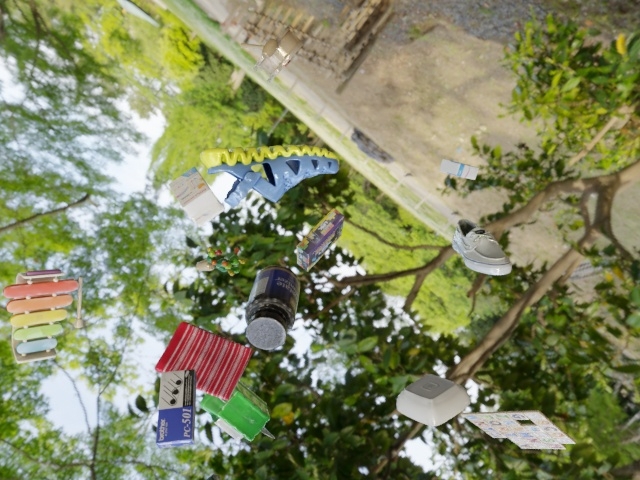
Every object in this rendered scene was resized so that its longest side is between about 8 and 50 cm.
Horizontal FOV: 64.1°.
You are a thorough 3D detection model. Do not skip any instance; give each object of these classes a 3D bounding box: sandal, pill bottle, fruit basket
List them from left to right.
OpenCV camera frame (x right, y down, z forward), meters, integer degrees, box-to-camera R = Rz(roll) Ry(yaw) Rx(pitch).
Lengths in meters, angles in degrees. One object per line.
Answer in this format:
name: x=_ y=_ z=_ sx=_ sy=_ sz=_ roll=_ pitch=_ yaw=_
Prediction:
fruit basket: x=-0.355 y=0.601 z=1.920 sx=0.353 sy=0.165 sz=0.327 roll=6 pitch=142 yaw=54
pill bottle: x=-0.118 y=0.163 z=1.258 sx=0.123 sy=0.123 sz=0.219 roll=37 pitch=-157 yaw=-15
sandal: x=-0.111 y=-0.153 z=1.187 sx=0.317 sy=0.138 sz=0.126 roll=-6 pitch=-173 yaw=-10

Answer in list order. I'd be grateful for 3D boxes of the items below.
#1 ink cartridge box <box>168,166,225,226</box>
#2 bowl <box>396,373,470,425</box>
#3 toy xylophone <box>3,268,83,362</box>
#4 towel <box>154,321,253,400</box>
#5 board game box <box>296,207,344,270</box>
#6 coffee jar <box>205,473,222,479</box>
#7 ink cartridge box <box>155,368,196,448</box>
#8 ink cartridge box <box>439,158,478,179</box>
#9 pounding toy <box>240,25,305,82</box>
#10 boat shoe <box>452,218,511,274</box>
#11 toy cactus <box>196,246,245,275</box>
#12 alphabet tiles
ink cartridge box: x=-0.337 y=-0.116 z=1.409 sx=0.143 sy=0.092 sz=0.090 roll=48 pitch=172 yaw=40
bowl: x=0.262 y=0.364 z=1.199 sx=0.142 sy=0.053 sz=0.142 roll=-18 pitch=-167 yaw=-31
toy xylophone: x=-0.855 y=0.219 z=1.605 sx=0.236 sy=0.322 sz=0.081 roll=-13 pitch=-148 yaw=-40
towel: x=-0.389 y=0.396 z=1.711 sx=0.275 sy=0.199 sz=0.031 roll=19 pitch=145 yaw=9
board game box: x=0.000 y=0.000 z=1.570 sx=0.048 sy=0.170 sz=0.141 roll=39 pitch=161 yaw=13
coffee jar: x=-0.417 y=0.908 z=1.777 sx=0.096 sy=0.184 sz=0.079 roll=51 pitch=174 yaw=23
ink cartridge box: x=-0.404 y=0.471 z=1.444 sx=0.046 sy=0.097 sz=0.207 roll=92 pitch=171 yaw=-50
ink cartridge box: x=0.531 y=-0.272 z=1.961 sx=0.122 sy=0.052 sz=0.088 roll=3 pitch=-164 yaw=-39
pounding toy: x=-0.162 y=-0.647 z=1.705 sx=0.155 sy=0.154 sz=0.269 roll=41 pitch=175 yaw=-15
boat shoe: x=0.349 y=0.008 z=1.143 sx=0.083 sy=0.075 sz=0.226 roll=-8 pitch=-162 yaw=-10
toy cactus: x=-0.413 y=0.082 z=2.049 sx=0.219 sy=0.180 sz=0.112 roll=34 pitch=-131 yaw=-68
alphabet tiles: x=0.501 y=0.475 z=1.275 sx=0.237 sy=0.198 sz=0.009 roll=40 pitch=-130 yaw=-29
